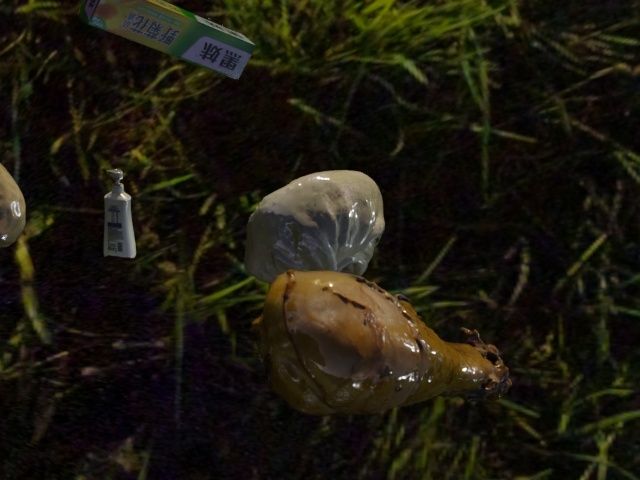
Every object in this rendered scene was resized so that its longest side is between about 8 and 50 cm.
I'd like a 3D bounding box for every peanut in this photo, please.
[{"bbox_3d":[-0.498,-0.098,1.399,0.124,0.123,0.256,-31,80,-28],"label":"peanut"}]

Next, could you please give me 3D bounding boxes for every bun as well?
[{"bbox_3d":[0.000,0.000,1.459,0.231,0.231,0.133,-19,63,-29],"label":"bun"}]

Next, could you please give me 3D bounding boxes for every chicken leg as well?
[{"bbox_3d":[0.039,0.072,0.625,0.208,0.101,0.085,17,61,-42],"label":"chicken leg"}]

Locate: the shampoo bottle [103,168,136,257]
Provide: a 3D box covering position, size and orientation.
[{"bbox_3d":[-0.310,-0.041,1.531,0.049,0.034,0.141,7,111,11],"label":"shampoo bottle"}]

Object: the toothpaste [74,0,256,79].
[{"bbox_3d":[-0.143,-0.201,0.941,0.179,0.037,0.043,14,111,-44],"label":"toothpaste"}]
